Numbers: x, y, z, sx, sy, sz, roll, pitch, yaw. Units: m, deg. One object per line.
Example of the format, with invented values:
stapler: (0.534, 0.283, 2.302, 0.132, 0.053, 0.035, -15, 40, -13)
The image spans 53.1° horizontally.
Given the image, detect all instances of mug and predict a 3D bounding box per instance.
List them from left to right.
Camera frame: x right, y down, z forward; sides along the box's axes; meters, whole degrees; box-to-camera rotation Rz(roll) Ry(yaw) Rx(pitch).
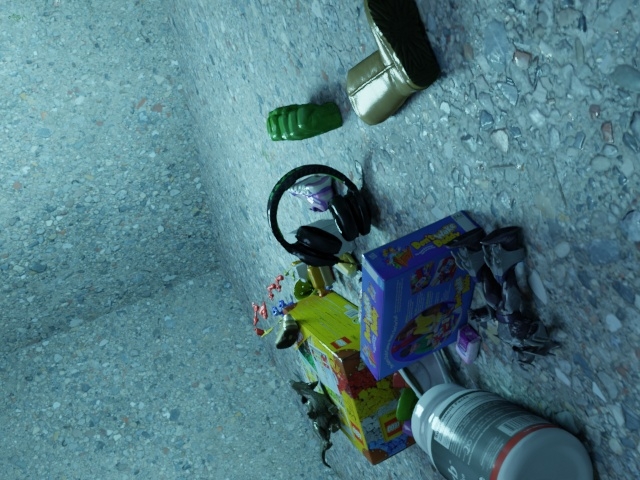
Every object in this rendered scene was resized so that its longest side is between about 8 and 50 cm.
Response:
mug: (0.080, 0.077, 1.907, 0.064, 0.062, 0.078, 48, -171, 28)

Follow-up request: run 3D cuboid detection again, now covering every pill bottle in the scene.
pill bottle: (0.348, 0.426, 1.304, 0.363, 0.210, 0.210, 14, 124, 69)

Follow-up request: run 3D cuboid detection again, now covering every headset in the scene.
headset: (0.028, -0.029, 1.693, 0.394, 0.243, 0.185, 47, -179, -20)

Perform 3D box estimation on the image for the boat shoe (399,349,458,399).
boat shoe: (0.248, 0.306, 1.559, 0.320, 0.118, 0.103, 61, -170, 7)

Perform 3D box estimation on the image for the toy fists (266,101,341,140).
toy fists: (-0.060, -0.319, 1.707, 0.279, 0.142, 0.096, 22, 132, 65)

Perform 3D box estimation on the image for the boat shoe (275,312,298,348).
boat shoe: (-0.113, 0.300, 2.133, 0.190, 0.068, 0.072, 117, 143, -54)

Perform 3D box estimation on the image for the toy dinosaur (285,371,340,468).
toy dinosaur: (0.006, 0.566, 2.045, 0.160, 0.121, 0.314, -137, 23, -78)

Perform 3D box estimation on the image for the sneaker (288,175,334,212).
sneaker: (-0.022, -0.134, 1.918, 0.105, 0.095, 0.236, 64, 163, -15)

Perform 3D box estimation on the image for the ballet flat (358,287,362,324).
ballet flat: (0.145, 0.179, 1.798, 0.241, 0.091, 0.077, 91, 163, -67)

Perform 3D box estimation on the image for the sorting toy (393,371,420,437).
sorting toy: (0.286, 0.439, 1.741, 0.126, 0.127, 0.366, 18, 139, 28)

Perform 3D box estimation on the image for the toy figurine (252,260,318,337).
toy figurine: (-0.074, 0.244, 2.473, 0.362, 0.217, 0.191, -45, 42, 25)

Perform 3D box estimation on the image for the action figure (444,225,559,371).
action figure: (0.332, 0.116, 1.165, 0.185, 0.099, 0.285, 3, 118, 61)

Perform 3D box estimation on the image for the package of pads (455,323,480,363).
package of pads: (0.327, 0.231, 1.422, 0.050, 0.032, 0.083, 49, 155, 39)

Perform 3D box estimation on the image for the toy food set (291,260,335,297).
toy food set: (-0.017, 0.118, 2.162, 0.232, 0.111, 0.105, 3, 114, 68)

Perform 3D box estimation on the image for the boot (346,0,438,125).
boot: (0.107, -0.362, 1.257, 0.236, 0.089, 0.269, 69, 164, -4)

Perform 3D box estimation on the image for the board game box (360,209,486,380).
board game box: (0.202, 0.123, 1.325, 0.078, 0.233, 0.347, 53, 157, 38)

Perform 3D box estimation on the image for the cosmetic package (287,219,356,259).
cosmetic package: (0.000, 0.000, 1.949, 0.107, 0.127, 0.238, 68, 161, -5)

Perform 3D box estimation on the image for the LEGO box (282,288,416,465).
LEGO box: (0.091, 0.415, 2.072, 0.500, 0.193, 0.373, 26, 136, 64)
